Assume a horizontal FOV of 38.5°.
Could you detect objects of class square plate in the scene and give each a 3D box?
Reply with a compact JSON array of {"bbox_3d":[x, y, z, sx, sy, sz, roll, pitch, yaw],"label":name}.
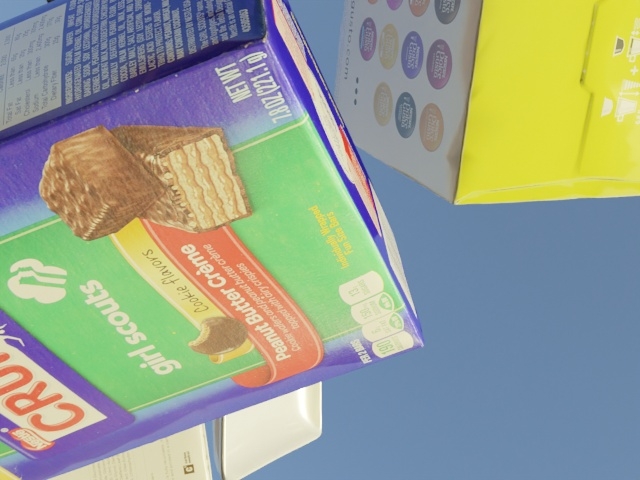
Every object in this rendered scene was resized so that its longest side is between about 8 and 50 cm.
[{"bbox_3d":[-0.088,0.168,1.431,0.049,0.344,0.347,-2,-90,23],"label":"square plate"}]

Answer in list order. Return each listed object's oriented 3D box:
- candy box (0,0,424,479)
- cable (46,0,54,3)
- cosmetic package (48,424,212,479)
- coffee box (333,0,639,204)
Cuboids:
[{"bbox_3d":[-0.131,0.004,0.557,0.317,0.122,0.268,-20,-45,10],"label":"candy box"},{"bbox_3d":[-0.218,-0.264,0.893,0.150,0.047,0.184,58,-41,24],"label":"cable"},{"bbox_3d":[-0.317,0.252,1.070,0.366,0.197,0.155,-8,-91,-10],"label":"cosmetic package"},{"bbox_3d":[0.242,-0.252,1.062,0.338,0.334,0.337,-3,-69,-22],"label":"coffee box"}]
